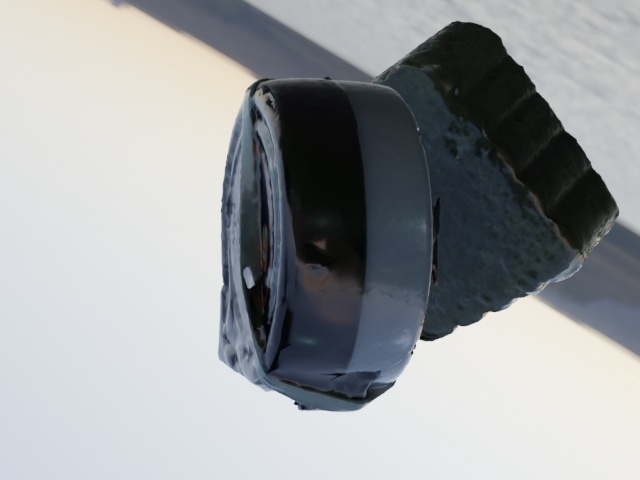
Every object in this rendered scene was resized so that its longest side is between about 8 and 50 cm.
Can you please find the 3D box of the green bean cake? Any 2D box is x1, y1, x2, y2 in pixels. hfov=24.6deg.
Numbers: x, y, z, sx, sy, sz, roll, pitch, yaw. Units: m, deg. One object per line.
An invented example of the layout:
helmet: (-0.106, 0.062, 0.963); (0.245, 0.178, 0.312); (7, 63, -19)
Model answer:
green bean cake: (0.089, -0.039, 1.023); (0.183, 0.185, 0.094); (52, -135, -3)

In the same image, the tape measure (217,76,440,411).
tape measure: (0.001, 0.000, 0.811); (0.107, 0.182, 0.181); (1, -169, -17)
